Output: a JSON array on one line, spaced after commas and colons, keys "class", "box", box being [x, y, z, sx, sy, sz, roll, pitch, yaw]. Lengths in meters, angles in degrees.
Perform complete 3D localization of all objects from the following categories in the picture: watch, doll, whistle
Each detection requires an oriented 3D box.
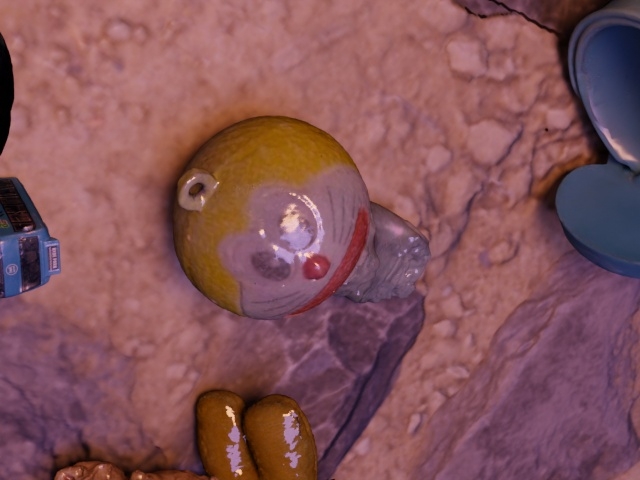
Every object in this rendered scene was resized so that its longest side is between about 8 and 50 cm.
[{"class": "watch", "box": [0.255, -0.081, 0.667, 0.211, 0.211, 0.193, -32, 141, -8]}, {"class": "doll", "box": [-0.022, 0.188, 0.730, 0.137, 0.097, 0.209, -2, 113, 18]}, {"class": "whistle", "box": [0.000, 0.000, 0.636, 0.223, 0.123, 0.122, 22, 103, -47]}]

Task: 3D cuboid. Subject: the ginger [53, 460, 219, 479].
[{"class": "ginger", "box": [-0.178, 0.202, 0.678, 0.214, 0.059, 0.133, -2, 122, -23]}]

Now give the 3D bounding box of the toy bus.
[{"class": "toy bus", "box": [-0.171, -0.003, 0.564, 0.046, 0.083, 0.038, -9, 119, -25]}]

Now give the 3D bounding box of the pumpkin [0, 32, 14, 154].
[{"class": "pumpkin", "box": [-0.234, -0.061, 0.470, 0.194, 0.150, 0.194, -8, 102, -40]}]
